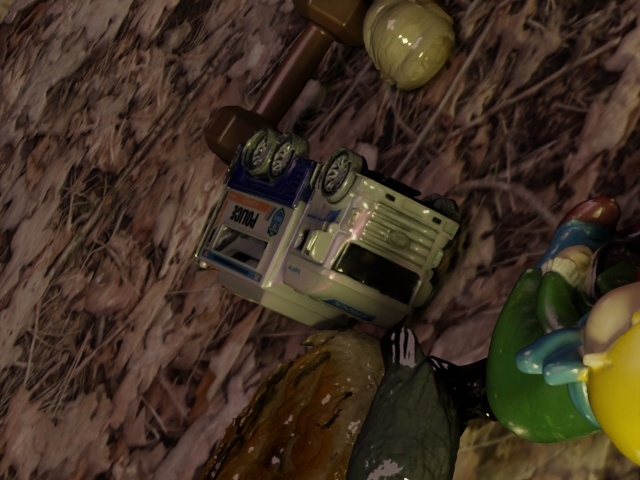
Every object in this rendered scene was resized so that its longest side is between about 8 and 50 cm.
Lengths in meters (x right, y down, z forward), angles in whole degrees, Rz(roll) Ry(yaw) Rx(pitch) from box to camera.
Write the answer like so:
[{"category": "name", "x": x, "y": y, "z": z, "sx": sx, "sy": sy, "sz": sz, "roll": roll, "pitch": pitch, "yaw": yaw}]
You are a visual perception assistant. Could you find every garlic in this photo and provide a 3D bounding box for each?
[{"category": "garlic", "x": 0.081, "y": -0.200, "z": 1.537, "sx": 0.094, "sy": 0.074, "sz": 0.113, "roll": -40, "pitch": 45, "yaw": 11}]

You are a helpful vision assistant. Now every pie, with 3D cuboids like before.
[{"category": "pie", "x": -0.030, "y": 0.190, "z": 1.319, "sx": 0.274, "sy": 0.055, "sz": 0.274, "roll": -42, "pitch": 25, "yaw": 25}]

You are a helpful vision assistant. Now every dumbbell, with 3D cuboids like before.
[{"category": "dumbbell", "x": -0.030, "y": -0.172, "z": 1.679, "sx": 0.231, "sy": 0.082, "sz": 0.092, "roll": -57, "pitch": 26, "yaw": 0}]

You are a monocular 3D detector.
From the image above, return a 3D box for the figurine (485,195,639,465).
[{"category": "figurine", "x": 0.212, "y": 0.056, "z": 1.005, "sx": 0.185, "sy": 0.127, "sz": 0.234, "roll": -58, "pitch": 16, "yaw": -19}]

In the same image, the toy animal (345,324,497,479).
[{"category": "toy animal", "x": 0.060, "y": 0.134, "z": 1.093, "sx": 0.121, "sy": 0.117, "sz": 0.210, "roll": -16, "pitch": 19, "yaw": 45}]

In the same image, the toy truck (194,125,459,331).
[{"category": "toy truck", "x": 0.000, "y": 0.000, "z": 1.402, "sx": 0.155, "sy": 0.124, "sz": 0.268, "roll": -66, "pitch": 25, "yaw": -1}]
